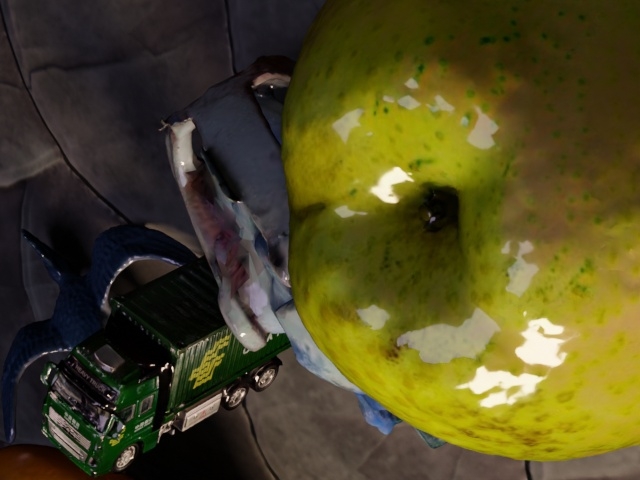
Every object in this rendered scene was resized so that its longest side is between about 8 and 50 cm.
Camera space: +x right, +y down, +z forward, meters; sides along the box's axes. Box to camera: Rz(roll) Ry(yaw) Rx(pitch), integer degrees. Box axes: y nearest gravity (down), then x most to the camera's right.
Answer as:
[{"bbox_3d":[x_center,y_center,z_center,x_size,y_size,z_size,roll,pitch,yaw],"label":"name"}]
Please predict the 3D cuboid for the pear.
[{"bbox_3d":[0.144,-0.039,1.086,0.391,0.391,0.391,20,122,35],"label":"pear"}]

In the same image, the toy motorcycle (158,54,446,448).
[{"bbox_3d":[-0.018,0.015,1.340,0.182,0.241,0.319,-49,57,25],"label":"toy motorcycle"}]

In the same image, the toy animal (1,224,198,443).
[{"bbox_3d":[-0.224,0.075,1.641,0.176,0.239,0.255,39,-178,-13],"label":"toy animal"}]

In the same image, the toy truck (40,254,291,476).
[{"bbox_3d":[-0.113,0.093,1.466,0.088,0.259,0.121,36,131,25],"label":"toy truck"}]

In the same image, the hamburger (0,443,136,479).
[{"bbox_3d":[-0.194,0.371,1.624,0.395,0.277,0.396,28,157,13],"label":"hamburger"}]
